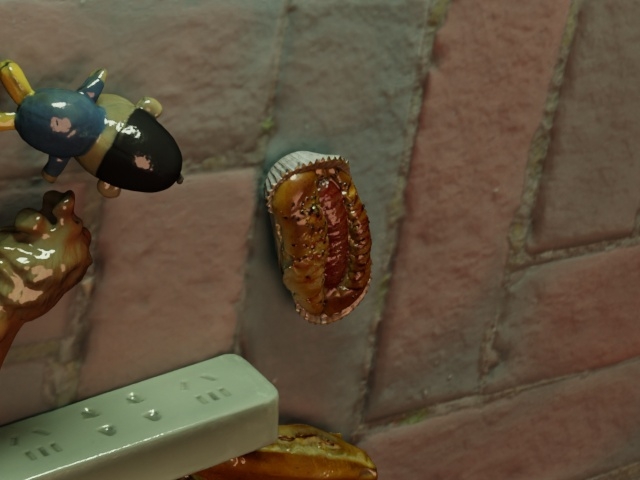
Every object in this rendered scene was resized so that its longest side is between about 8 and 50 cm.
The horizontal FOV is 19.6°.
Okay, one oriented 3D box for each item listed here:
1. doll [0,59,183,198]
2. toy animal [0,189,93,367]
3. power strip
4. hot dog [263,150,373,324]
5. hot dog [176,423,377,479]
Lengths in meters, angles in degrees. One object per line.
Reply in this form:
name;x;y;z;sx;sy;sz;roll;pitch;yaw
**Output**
doll;-0.185;-0.086;1.475;0.179;0.089;0.102;27;99;-22
toy animal;-0.286;0.093;1.500;0.157;0.097;0.312;9;113;-49
power strip;-0.214;0.190;1.621;0.385;0.091;0.062;-16;125;-31
hot dog;0.000;0.000;1.697;0.099;0.053;0.192;-27;129;-19
hot dog;-0.052;0.231;1.793;0.269;0.072;0.115;14;108;-42
